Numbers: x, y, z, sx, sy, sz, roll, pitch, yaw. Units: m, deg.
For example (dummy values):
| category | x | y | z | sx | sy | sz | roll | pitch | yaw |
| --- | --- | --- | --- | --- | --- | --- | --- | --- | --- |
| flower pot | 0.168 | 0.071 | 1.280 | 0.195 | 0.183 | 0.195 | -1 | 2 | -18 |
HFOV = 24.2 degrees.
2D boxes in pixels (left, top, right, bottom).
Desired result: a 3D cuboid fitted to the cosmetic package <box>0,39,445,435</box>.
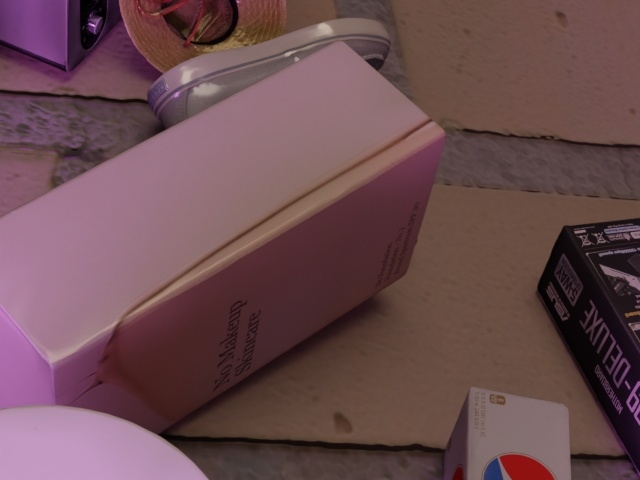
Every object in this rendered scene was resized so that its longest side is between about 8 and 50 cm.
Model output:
| category | x | y | z | sx | sy | sz | roll | pitch | yaw |
| --- | --- | --- | --- | --- | --- | --- | --- | --- | --- |
| cosmetic package | -0.076 | 0.013 | 0.960 | 0.309 | 0.160 | 0.113 | -33 | 63 | -29 |

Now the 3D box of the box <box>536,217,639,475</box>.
| category | x | y | z | sx | sy | sz | roll | pitch | yaw |
| --- | --- | --- | --- | --- | --- | --- | --- | --- | --- |
| box | 0.348 | 0.081 | 1.087 | 0.307 | 0.076 | 0.242 | -7 | 48 | -21 |

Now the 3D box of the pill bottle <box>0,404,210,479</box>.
| category | x | y | z | sx | sy | sz | roll | pitch | yaw |
| --- | --- | --- | --- | --- | --- | --- | --- | --- | --- |
| pill bottle | -0.125 | 0.226 | 0.627 | 0.188 | 0.334 | 0.188 | 8 | 44 | -7 |

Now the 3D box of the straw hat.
| category | x | y | z | sx | sy | sz | roll | pitch | yaw |
| --- | --- | --- | --- | --- | --- | --- | --- | --- | --- |
| straw hat | -0.106 | -0.194 | 1.252 | 0.144 | 0.144 | 0.061 | -8 | 5 | -22 |

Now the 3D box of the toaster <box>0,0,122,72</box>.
| category | x | y | z | sx | sy | sz | roll | pitch | yaw |
| --- | --- | --- | --- | --- | --- | --- | --- | --- | --- |
| toaster | -0.242 | -0.246 | 1.238 | 0.185 | 0.110 | 0.168 | 23 | 43 | 9 |

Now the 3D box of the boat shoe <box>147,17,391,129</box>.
| category | x | y | z | sx | sy | sz | roll | pitch | yaw |
| --- | --- | --- | --- | --- | --- | --- | --- | --- | --- |
| boat shoe | -0.029 | -0.116 | 1.198 | 0.227 | 0.079 | 0.081 | -19 | 77 | -33 |

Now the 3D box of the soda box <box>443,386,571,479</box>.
| category | x | y | z | sx | sy | sz | roll | pitch | yaw |
| --- | --- | --- | --- | --- | --- | --- | --- | --- | --- |
| soda box | 0.112 | 0.196 | 0.908 | 0.069 | 0.074 | 0.216 | 11 | 44 | -4 |
